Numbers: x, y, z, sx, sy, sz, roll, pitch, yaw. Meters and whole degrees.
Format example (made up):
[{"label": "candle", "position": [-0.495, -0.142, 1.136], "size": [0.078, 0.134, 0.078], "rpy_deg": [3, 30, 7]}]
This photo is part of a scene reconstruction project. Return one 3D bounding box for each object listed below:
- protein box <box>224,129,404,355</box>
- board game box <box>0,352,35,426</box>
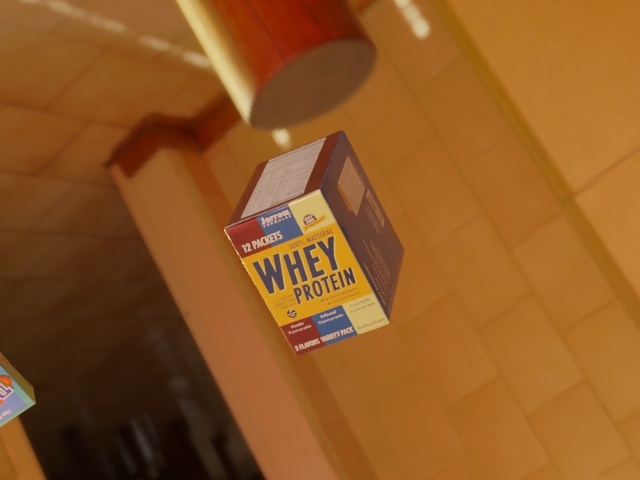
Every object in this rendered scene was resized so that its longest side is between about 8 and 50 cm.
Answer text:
[{"label": "protein box", "position": [0.000, 0.000, 1.541], "size": [0.136, 0.200, 0.201], "rpy_deg": [-21, -159, 19]}, {"label": "board game box", "position": [-0.494, 0.175, 1.534], "size": [0.160, 0.047, 0.210], "rpy_deg": [-35, 122, -1]}]
